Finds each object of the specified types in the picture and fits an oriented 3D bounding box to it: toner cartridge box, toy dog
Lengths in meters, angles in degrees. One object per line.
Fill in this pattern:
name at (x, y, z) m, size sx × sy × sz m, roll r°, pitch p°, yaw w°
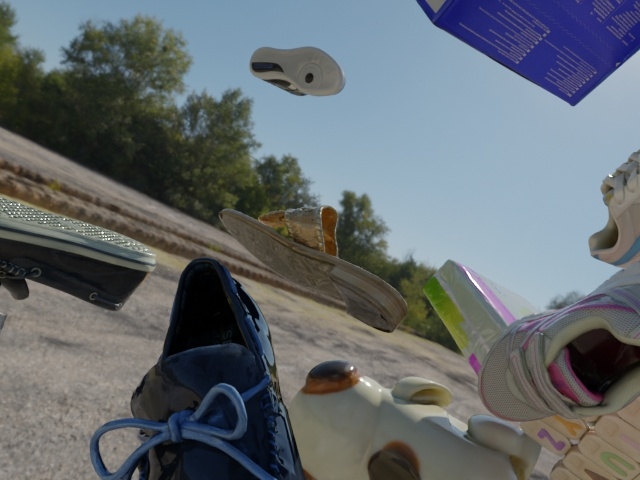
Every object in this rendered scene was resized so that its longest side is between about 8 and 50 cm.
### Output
toner cartridge box at (0.290, -0.297, 0.630) m, size 0.347 × 0.165 × 0.075 m, roll 8°, pitch 50°, yaw -39°
toy dog at (0.125, 0.383, 0.860) m, size 0.407 × 0.285 × 0.395 m, roll 21°, pitch 13°, yaw 25°

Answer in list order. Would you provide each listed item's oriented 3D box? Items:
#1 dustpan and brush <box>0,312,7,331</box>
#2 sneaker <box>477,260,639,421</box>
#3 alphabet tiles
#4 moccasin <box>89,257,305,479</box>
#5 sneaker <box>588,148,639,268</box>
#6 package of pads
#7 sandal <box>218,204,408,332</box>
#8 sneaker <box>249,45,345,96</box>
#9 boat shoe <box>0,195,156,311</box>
dustpan and brush at (-0.545, 0.157, 0.651) m, size 0.060 × 0.147 × 0.211 m, roll 44°, pitch 29°, yaw 9°
sneaker at (0.233, 0.116, 0.480) m, size 0.111 × 0.252 × 0.103 m, roll -25°, pitch 68°, yaw -41°
alphabet tiles at (0.397, 0.290, 0.624) m, size 0.277 × 0.021 × 0.284 m, roll 33°, pitch -36°, yaw 27°
moccasin at (-0.093, 0.128, 0.361) m, size 0.342 × 0.137 × 0.117 m, roll -122°, pitch -169°, yaw -62°
sneaker at (0.360, -0.063, 0.532) m, size 0.092 × 0.229 × 0.087 m, roll 7°, pitch 33°, yaw 12°
package of pads at (0.336, 0.172, 0.880) m, size 0.229 × 0.101 × 0.297 m, roll 26°, pitch 20°, yaw -22°
sandal at (0.002, 0.004, 0.509) m, size 0.240 × 0.079 × 0.088 m, roll 28°, pitch -26°, yaw 37°
sneaker at (-0.019, -0.311, 0.942) m, size 0.216 × 0.079 × 0.121 m, roll 26°, pitch 11°, yaw 32°
boat shoe at (-0.529, 0.018, 0.859) m, size 0.500 × 0.156 × 0.186 m, roll 24°, pitch 3°, yaw -45°
